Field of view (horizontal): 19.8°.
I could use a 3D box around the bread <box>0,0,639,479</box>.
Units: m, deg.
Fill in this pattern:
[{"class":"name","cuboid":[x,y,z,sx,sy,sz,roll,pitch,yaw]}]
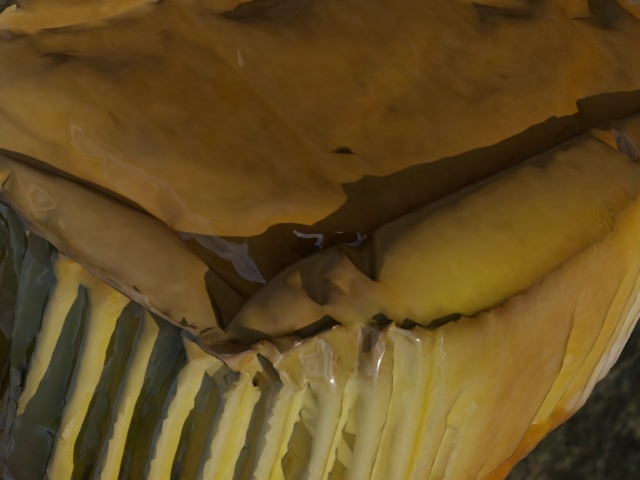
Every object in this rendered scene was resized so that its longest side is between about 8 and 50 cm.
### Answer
[{"class":"bread","cuboid":[0.000,0.000,0.644,0.204,0.288,0.156,35,133,17]}]
